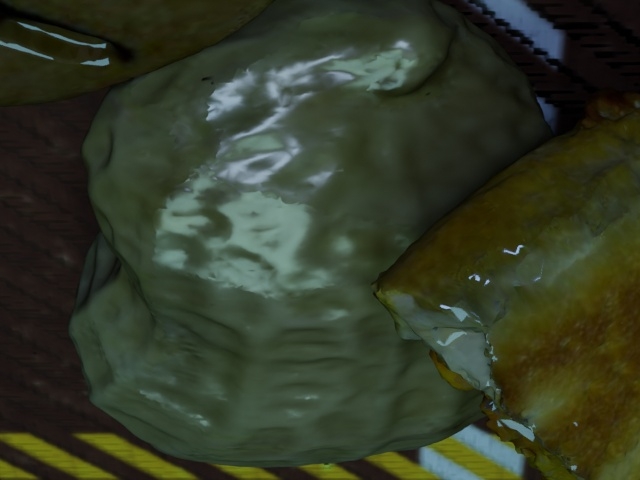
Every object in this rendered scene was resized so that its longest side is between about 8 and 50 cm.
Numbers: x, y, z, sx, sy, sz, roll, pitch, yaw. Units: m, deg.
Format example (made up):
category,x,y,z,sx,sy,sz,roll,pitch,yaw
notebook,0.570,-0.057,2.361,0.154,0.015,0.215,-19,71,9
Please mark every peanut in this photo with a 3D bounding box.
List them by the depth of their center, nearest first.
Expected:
category,x,y,z,sx,sy,sz,roll,pitch,yaw
peanut,0.000,0.000,0.741,0.197,0.110,0.233,-1,141,-9

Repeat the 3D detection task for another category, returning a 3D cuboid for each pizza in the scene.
category,x,y,z,sx,sy,sz,roll,pitch,yaw
pizza,0.155,0.042,0.726,0.335,0.086,0.226,-5,120,-32

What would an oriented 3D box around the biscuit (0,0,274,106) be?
category,x,y,z,sx,sy,sz,roll,pitch,yaw
biscuit,-0.121,-0.186,0.546,0.314,0.063,0.367,-13,133,18
